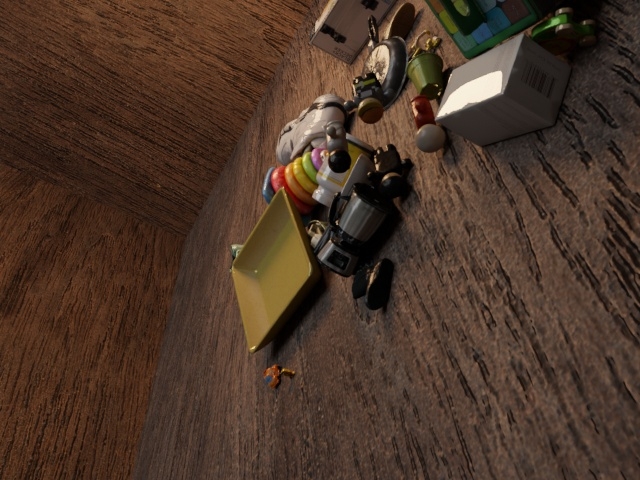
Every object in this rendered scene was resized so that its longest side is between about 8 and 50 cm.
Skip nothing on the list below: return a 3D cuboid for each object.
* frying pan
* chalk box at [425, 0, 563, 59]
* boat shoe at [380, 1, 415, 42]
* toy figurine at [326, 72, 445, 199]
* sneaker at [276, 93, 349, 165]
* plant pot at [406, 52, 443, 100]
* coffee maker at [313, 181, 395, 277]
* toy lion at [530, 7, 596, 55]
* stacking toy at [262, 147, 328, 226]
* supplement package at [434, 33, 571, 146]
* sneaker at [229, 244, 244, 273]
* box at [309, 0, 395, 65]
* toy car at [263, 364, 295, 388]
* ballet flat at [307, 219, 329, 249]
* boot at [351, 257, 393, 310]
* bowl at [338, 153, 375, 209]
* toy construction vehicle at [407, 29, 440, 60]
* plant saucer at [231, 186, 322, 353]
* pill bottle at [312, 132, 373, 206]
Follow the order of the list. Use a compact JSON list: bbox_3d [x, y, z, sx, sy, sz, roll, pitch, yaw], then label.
[{"bbox_3d":[0.164,-0.504,1.541,0.197,0.053,0.327,-20,66,59],"label":"frying pan"},{"bbox_3d":[0.276,-0.416,0.894,0.289,0.180,0.179,-41,12,-18],"label":"chalk box"},{"bbox_3d":[0.203,-0.575,1.606,0.170,0.062,0.059,-63,25,10],"label":"boat shoe"},{"bbox_3d":[0.122,-0.206,1.174,0.213,0.209,0.148,-51,30,38],"label":"toy figurine"},{"bbox_3d":[-0.051,-0.287,1.822,0.365,0.137,0.210,-35,33,50],"label":"sneaker"},{"bbox_3d":[0.234,-0.348,1.258,0.083,0.083,0.079,-47,40,44],"label":"plant pot"},{"bbox_3d":[0.078,-0.023,1.248,0.178,0.120,0.171,-59,-20,18],"label":"coffee maker"},{"bbox_3d":[0.348,-0.301,0.860,0.096,0.100,0.034,-7,81,52],"label":"toy lion"},{"bbox_3d":[-0.008,-0.196,1.626,0.301,0.175,0.166,-38,25,32],"label":"stacking toy"},{"bbox_3d":[0.286,-0.232,0.927,0.179,0.105,0.105,-5,64,68],"label":"supplement package"},{"bbox_3d":[-0.197,0.012,1.843,0.094,0.151,0.256,-14,53,68],"label":"sneaker"},{"bbox_3d":[0.105,-0.738,1.902,0.290,0.169,0.087,-46,30,42],"label":"box"},{"bbox_3d":[-0.104,0.315,1.411,0.122,0.040,0.060,-45,28,47],"label":"toy car"},{"bbox_3d":[0.000,0.000,1.471,0.070,0.070,0.188,-61,20,14],"label":"ballet flat"},{"bbox_3d":[0.094,0.093,1.143,0.099,0.045,0.121,-33,30,54],"label":"boot"},{"bbox_3d":[0.087,-0.130,1.366,0.142,0.053,0.142,-63,-1,10],"label":"bowl"},{"bbox_3d":[0.243,-0.458,1.405,0.098,0.035,0.086,-57,21,24],"label":"toy construction vehicle"},{"bbox_3d":[-0.113,0.083,1.562,0.333,0.080,0.333,-54,37,31],"label":"plant saucer"},{"bbox_3d":[0.052,-0.177,1.479,0.184,0.103,0.103,-63,19,10],"label":"pill bottle"}]
